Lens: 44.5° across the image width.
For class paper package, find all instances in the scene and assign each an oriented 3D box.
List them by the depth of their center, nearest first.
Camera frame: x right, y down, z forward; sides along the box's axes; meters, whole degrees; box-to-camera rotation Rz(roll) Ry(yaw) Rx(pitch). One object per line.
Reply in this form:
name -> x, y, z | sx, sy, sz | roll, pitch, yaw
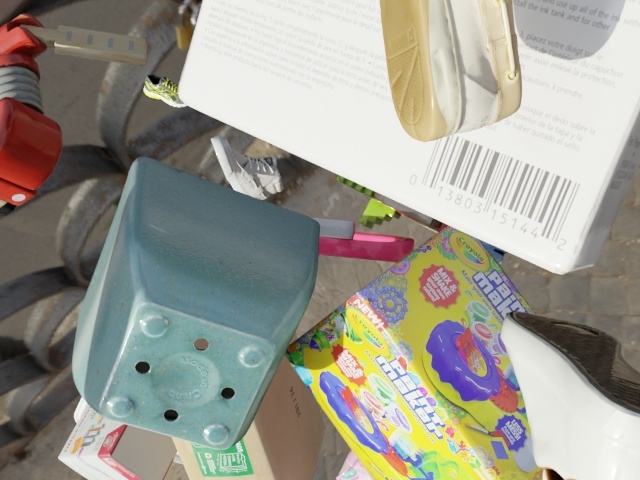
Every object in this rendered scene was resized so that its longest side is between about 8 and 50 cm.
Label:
paper package -> -0.126, 0.310, 1.401 | 0.168, 0.309, 0.325 | -9, 112, 15

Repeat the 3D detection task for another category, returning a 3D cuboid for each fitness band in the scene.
fitness band -> 0.000, 0.000, 1.206 | 0.290, 0.209, 0.054 | 7, 87, 18

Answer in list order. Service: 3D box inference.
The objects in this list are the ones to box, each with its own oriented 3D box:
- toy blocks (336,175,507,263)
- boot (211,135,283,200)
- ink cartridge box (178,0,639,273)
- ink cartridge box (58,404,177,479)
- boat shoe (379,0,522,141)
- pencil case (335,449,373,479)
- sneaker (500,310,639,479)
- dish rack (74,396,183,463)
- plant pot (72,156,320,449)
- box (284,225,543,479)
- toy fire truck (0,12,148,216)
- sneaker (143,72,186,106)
toy blocks -> 0.213, -0.056, 1.254 | 0.261, 0.381, 0.191 | 28, 94, 20
boot -> -0.168, -0.181, 1.863 | 0.123, 0.258, 0.095 | -24, 61, 0
ink cartridge box -> 0.065, -0.158, 0.457 | 0.296, 0.066, 0.261 | 28, 108, 30
ink cartridge box -> -0.365, 0.376, 1.443 | 0.176, 0.127, 0.128 | -17, 38, 40
boat shoe -> 0.057, -0.131, 0.341 | 0.059, 0.063, 0.170 | -10, 102, -16
pencil case -> 0.168, 0.443, 1.332 | 0.284, 0.124, 0.124 | 36, 88, 10
sneaker -> 0.201, 0.141, 0.649 | 0.105, 0.290, 0.123 | 11, 101, 2
dish rack -> -0.376, 0.402, 1.786 | 0.332, 0.072, 0.285 | 20, 124, -19
plant pot -> -0.144, 0.090, 0.893 | 0.247, 0.252, 0.247 | 20, 110, -14
box -> 0.139, 0.174, 0.951 | 0.177, 0.279, 0.290 | -33, 83, -28
toy fire truck -> -0.333, -0.165, 0.905 | 0.246, 0.158, 0.217 | -28, 63, 18
sneaker -> -0.230, -0.228, 1.183 | 0.083, 0.035, 0.031 | 14, 53, 6
